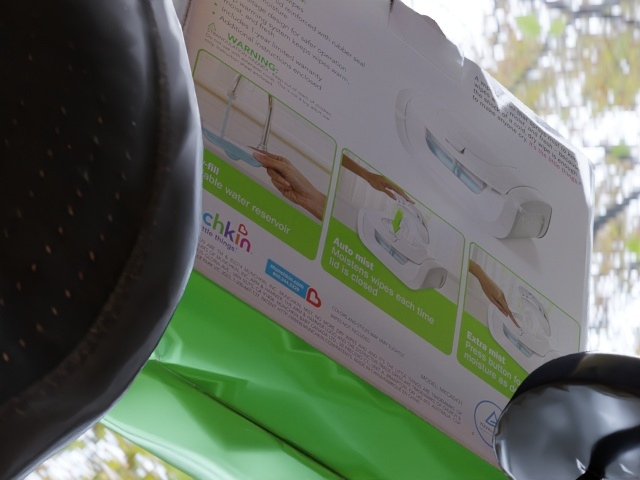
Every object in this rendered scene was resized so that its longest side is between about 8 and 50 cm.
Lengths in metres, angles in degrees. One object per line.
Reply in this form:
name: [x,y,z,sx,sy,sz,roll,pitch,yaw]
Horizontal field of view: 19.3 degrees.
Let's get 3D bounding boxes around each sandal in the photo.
sandal: [0.158,0.109,0.676,0.254,0.097,0.054,20,-127,41]

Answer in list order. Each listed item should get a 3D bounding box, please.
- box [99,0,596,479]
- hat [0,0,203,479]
box: [0.000,0.000,0.892,0.127,0.262,0.231,-34,-146,38]
hat: [-0.177,-0.075,0.331,0.134,0.331,0.331,-32,-116,26]
